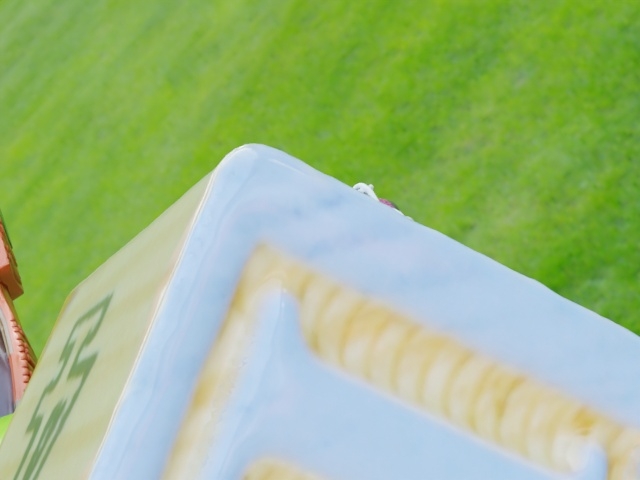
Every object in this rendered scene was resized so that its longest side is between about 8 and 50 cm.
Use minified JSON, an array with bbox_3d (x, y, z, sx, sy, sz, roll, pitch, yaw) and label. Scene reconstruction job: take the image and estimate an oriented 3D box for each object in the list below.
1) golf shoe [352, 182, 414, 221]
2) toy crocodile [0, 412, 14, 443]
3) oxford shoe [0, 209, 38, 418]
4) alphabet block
[{"bbox_3d":[0.000,0.000,1.044,0.120,0.105,0.273,-45,-13,1],"label":"golf shoe"},{"bbox_3d":[-0.319,0.206,1.017,0.341,0.105,0.115,-27,11,10],"label":"toy crocodile"},{"bbox_3d":[-0.271,0.090,1.135,0.098,0.097,0.271,-15,60,-8],"label":"oxford shoe"},{"bbox_3d":[-0.011,0.111,0.480,0.197,0.192,0.193,-33,31,64],"label":"alphabet block"}]
